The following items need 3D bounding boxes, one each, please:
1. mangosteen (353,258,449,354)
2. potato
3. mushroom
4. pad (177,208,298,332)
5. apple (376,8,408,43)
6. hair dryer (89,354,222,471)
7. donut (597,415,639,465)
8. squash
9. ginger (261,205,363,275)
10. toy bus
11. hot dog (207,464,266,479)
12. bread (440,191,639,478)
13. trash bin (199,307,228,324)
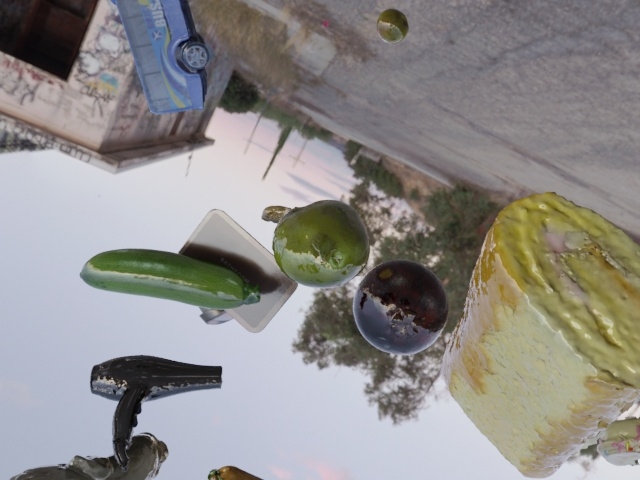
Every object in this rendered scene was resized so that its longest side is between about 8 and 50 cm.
[{"bbox_3d":[0.253,0.199,1.861,0.305,0.306,0.360,26,-163,-10],"label":"mangosteen"},{"bbox_3d":[0.000,0.000,1.093,0.186,0.149,0.253,-1,-165,-20],"label":"potato"},{"bbox_3d":[-0.296,0.319,0.751,0.096,0.099,0.278,-15,173,25],"label":"mushroom"},{"bbox_3d":[-0.191,0.069,1.295,0.266,0.176,0.002,41,-168,5],"label":"pad"},{"bbox_3d":[0.192,-0.570,1.527,0.074,0.090,0.089,-10,166,37],"label":"apple"},{"bbox_3d":[-0.241,0.242,0.810,0.195,0.075,0.219,1,-156,-7],"label":"hair dryer"},{"bbox_3d":[0.530,0.326,0.939,0.108,0.065,0.165,33,143,-33],"label":"donut"},{"bbox_3d":[-0.320,0.079,1.235,0.394,0.107,0.107,9,-168,3],"label":"squash"},{"bbox_3d":[-0.012,-0.005,1.429,0.294,0.086,0.131,32,167,-11],"label":"ginger"},{"bbox_3d":[-0.193,-0.270,0.681,0.094,0.237,0.079,-15,-147,-7],"label":"toy bus"},{"bbox_3d":[-0.136,0.474,1.081,0.188,0.072,0.055,40,-145,-32],"label":"hot dog"},{"bbox_3d":[0.271,0.133,0.714,0.237,0.165,0.376,54,162,32],"label":"bread"},{"bbox_3d":[-0.329,0.124,1.843,0.250,0.219,0.220,50,176,10],"label":"trash bin"}]
